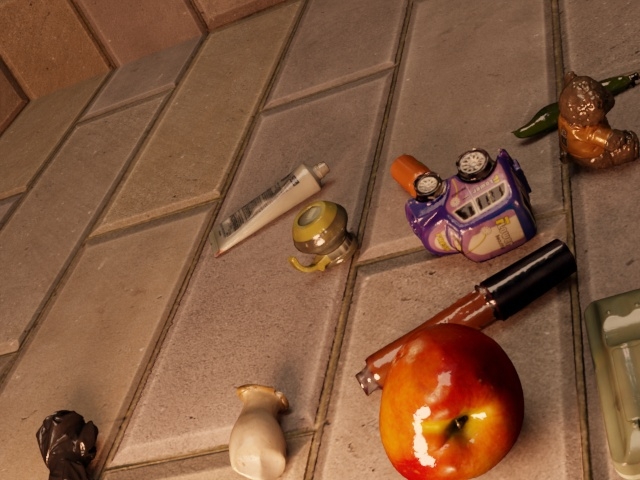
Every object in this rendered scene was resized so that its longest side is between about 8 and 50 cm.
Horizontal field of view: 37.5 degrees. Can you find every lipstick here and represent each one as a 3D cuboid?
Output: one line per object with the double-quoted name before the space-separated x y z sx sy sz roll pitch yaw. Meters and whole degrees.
"lipstick" 0.243 0.133 1.590 0.418 0.077 0.077 -32 30 -3

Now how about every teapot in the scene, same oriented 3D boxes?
"teapot" 0.000 0.000 1.952 0.130 0.119 0.166 8 54 53

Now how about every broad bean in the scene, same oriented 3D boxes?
"broad bean" 0.542 -0.292 2.016 0.297 0.043 0.060 -28 40 0

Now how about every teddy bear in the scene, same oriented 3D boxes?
"teddy bear" 0.510 -0.228 1.802 0.140 0.190 0.177 -23 35 -2

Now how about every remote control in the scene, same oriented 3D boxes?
"remote control" 0.454 0.188 1.340 0.128 0.066 0.335 -20 31 20

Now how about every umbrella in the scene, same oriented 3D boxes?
"umbrella" -0.452 0.428 1.694 0.118 0.118 0.340 -29 30 0

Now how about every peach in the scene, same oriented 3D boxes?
"peach" 0.184 0.239 1.363 0.243 0.199 0.243 -62 7 14

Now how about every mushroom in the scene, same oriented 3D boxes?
"mushroom" -0.103 0.321 1.581 0.097 0.088 0.212 -12 27 10

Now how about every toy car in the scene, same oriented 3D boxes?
"toy car" 0.283 -0.046 1.751 0.235 0.172 0.158 -26 44 13

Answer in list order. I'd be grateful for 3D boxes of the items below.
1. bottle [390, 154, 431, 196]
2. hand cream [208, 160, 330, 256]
"bottle" 0.214 -0.123 2.013 0.069 0.069 0.187 -31 32 -4
"hand cream" -0.121 -0.080 2.244 0.340 0.078 0.124 -35 30 4
